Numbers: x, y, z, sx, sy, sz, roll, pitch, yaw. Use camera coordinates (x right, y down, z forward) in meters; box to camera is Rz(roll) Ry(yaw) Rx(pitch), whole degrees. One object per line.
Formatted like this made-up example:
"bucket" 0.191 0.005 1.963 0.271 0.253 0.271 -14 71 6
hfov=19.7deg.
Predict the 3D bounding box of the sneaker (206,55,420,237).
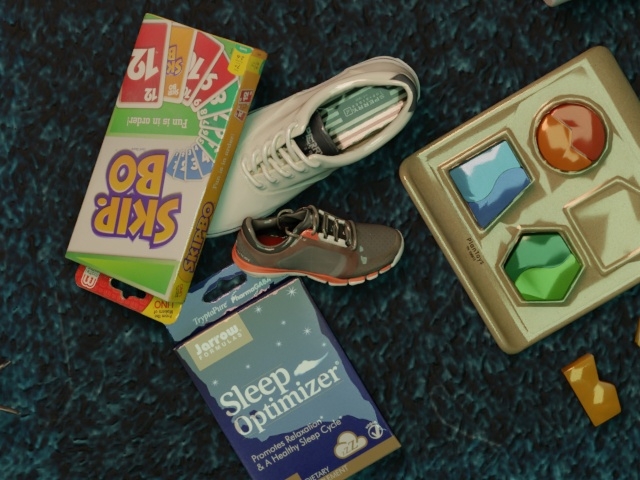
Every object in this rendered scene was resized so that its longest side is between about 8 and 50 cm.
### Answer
"sneaker" -0.027 -0.087 1.657 0.258 0.091 0.094 -34 96 3

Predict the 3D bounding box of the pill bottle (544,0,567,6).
"pill bottle" 0.289 -0.292 1.636 0.222 0.124 0.124 -22 96 0

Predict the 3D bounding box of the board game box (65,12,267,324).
"board game box" -0.143 -0.064 1.656 0.124 0.039 0.259 21 97 29

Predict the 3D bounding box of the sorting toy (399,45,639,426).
"sorting toy" 0.242 0.005 1.702 0.229 0.041 0.307 -31 96 1

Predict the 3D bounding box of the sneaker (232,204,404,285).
"sneaker" 0.000 0.000 1.667 0.158 0.065 0.061 -4 51 -8

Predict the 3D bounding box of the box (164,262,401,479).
"box" -0.041 0.128 1.706 0.136 0.036 0.225 -31 94 1

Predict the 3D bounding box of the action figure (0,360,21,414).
"action figure" -0.414 0.165 1.643 0.276 0.141 0.164 -13 92 2
